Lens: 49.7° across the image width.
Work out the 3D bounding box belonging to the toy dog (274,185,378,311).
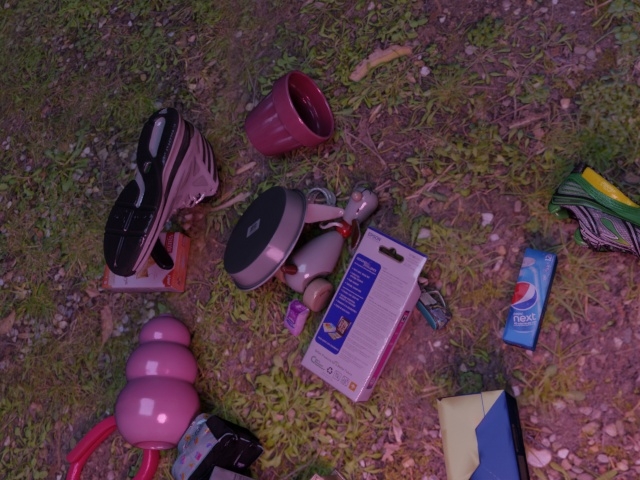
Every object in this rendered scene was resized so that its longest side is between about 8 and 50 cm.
[{"bbox_3d":[0.000,0.000,1.680,0.220,0.161,0.334,13,78,25],"label":"toy dog"}]

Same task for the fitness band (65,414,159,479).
[{"bbox_3d":[-0.540,0.582,1.774,0.291,0.054,0.209,-46,65,4],"label":"fitness band"}]

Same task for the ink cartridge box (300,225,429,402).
[{"bbox_3d":[0.107,0.169,1.594,0.175,0.069,0.371,29,98,33],"label":"ink cartridge box"}]

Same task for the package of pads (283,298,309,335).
[{"bbox_3d":[-0.060,0.189,1.693,0.050,0.032,0.083,41,134,26],"label":"package of pads"}]

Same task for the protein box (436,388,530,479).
[{"bbox_3d":[0.331,0.415,1.385,0.135,0.201,0.200,-12,69,18],"label":"protein box"}]

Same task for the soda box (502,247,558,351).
[{"bbox_3d":[0.457,0.128,1.501,0.067,0.071,0.210,13,78,25],"label":"soda box"}]

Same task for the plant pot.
[{"bbox_3d":[-0.092,-0.316,1.816,0.180,0.201,0.201,-26,64,30],"label":"plant pot"}]

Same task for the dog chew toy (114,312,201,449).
[{"bbox_3d":[-0.395,0.342,1.717,0.206,0.206,0.332,-12,60,18],"label":"dog chew toy"}]

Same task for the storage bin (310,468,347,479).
[{"bbox_3d":[0.023,0.681,1.470,0.262,0.123,0.260,40,91,27],"label":"storage bin"}]

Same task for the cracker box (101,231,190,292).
[{"bbox_3d":[-0.481,0.062,1.908,0.232,0.067,0.156,-2,72,21],"label":"cracker box"}]

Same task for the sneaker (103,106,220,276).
[{"bbox_3d":[-0.381,-0.093,1.806,0.169,0.257,0.448,7,75,36],"label":"sneaker"}]

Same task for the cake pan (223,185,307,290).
[{"bbox_3d":[-0.146,-0.015,1.717,0.293,0.054,0.293,-40,31,30],"label":"cake pan"}]

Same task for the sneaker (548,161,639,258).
[{"bbox_3d":[0.634,-0.011,1.459,0.146,0.134,0.343,-48,53,9],"label":"sneaker"}]

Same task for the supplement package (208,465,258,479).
[{"bbox_3d":[-0.215,0.645,1.493,0.139,0.134,0.244,20,98,-2],"label":"supplement package"}]

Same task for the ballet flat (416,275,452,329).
[{"bbox_3d":[0.238,0.124,1.606,0.070,0.070,0.188,-39,65,6],"label":"ballet flat"}]

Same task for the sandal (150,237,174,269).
[{"bbox_3d":[-0.453,0.017,1.841,0.040,0.067,0.179,-50,63,29],"label":"sandal"}]

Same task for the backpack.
[{"bbox_3d":[-0.255,0.510,1.617,0.144,0.166,0.188,28,83,43],"label":"backpack"}]
